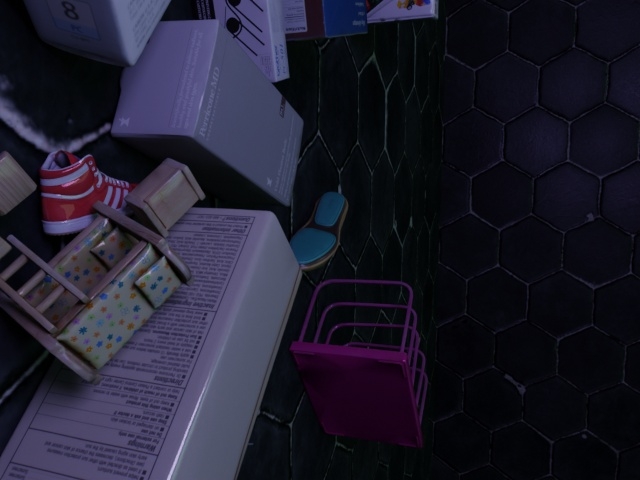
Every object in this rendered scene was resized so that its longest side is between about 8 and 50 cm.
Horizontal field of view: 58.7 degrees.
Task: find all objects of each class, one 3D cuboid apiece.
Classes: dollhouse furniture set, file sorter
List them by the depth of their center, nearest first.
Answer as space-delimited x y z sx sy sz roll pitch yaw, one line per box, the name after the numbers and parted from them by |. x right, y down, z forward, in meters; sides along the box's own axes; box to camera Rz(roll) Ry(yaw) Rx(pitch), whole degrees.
-0.164 -0.016 0.420 0.182 0.101 0.161 -50 144 -21 | dollhouse furniture set
0.094 0.233 1.094 0.182 0.202 0.290 -69 153 -42 | file sorter

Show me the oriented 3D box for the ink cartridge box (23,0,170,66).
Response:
-0.130 -0.360 0.366 0.385 0.091 0.308 103 4 -63 | ink cartridge box

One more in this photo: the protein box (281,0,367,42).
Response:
-0.030 -0.377 0.771 0.200 0.136 0.201 -47 135 -61 | protein box

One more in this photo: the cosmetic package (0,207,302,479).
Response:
-0.140 0.120 0.514 0.113 0.160 0.309 67 33 -50 | cosmetic package

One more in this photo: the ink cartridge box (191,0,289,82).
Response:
-0.099 -0.288 0.657 0.046 0.097 0.207 -49 137 -61 | ink cartridge box

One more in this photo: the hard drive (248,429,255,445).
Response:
-0.141 0.204 0.611 0.135 0.094 0.022 44 51 -64 | hard drive

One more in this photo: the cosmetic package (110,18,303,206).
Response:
-0.111 -0.129 0.639 0.238 0.107 0.127 33 65 -70 | cosmetic package

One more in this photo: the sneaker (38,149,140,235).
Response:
-0.197 -0.052 0.503 0.118 0.042 0.066 -39 132 -61 | sneaker

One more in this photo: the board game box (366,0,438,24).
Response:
0.127 -0.576 1.087 0.053 0.193 0.305 -30 121 -66 | board game box

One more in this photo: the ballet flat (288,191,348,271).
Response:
0.000 0.000 0.996 0.232 0.080 0.073 -59 160 -50 | ballet flat
